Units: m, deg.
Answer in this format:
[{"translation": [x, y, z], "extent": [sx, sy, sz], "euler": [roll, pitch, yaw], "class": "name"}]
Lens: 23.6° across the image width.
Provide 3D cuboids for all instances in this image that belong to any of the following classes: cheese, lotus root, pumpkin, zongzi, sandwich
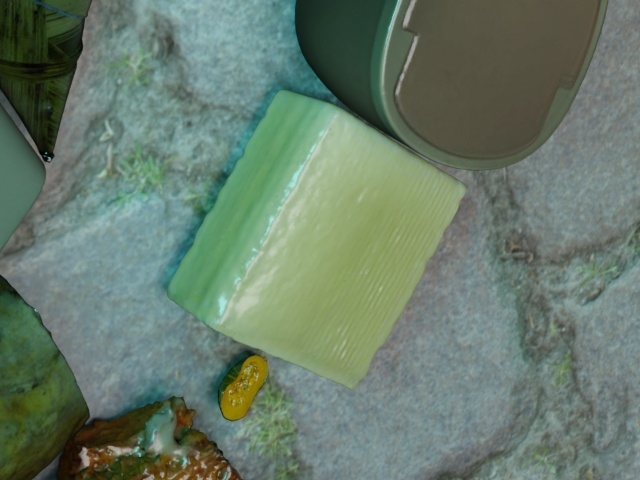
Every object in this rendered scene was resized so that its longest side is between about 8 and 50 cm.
[{"translation": [0.000, 0.000, 1.676], "extent": [0.242, 0.124, 0.265], "euler": [27, 92, -43], "class": "cheese"}, {"translation": [-0.405, 0.179, 1.398], "extent": [0.346, 0.250, 0.250], "euler": [-31, 125, -25], "class": "lotus root"}, {"translation": [-0.092, 0.164, 1.744], "extent": [0.083, 0.028, 0.050], "euler": [-51, 132, -17], "class": "pumpkin"}, {"translation": [-0.315, -0.193, 1.377], "extent": [0.221, 0.112, 0.242], "euler": [3, 109, -37], "class": "zongzi"}, {"translation": [-0.200, 0.288, 1.679], "extent": [0.292, 0.109, 0.212], "euler": [-26, 116, -27], "class": "sandwich"}]

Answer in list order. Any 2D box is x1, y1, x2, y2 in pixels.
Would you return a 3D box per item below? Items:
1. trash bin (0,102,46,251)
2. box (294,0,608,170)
[{"translation": [-0.382, -0.094, 1.309], "extent": [0.219, 0.220, 0.250], "euler": [-59, 140, -23], "class": "trash bin"}, {"translation": [0.123, -0.238, 1.599], "extent": [0.301, 0.216, 0.301], "euler": [-14, 115, -31], "class": "box"}]
